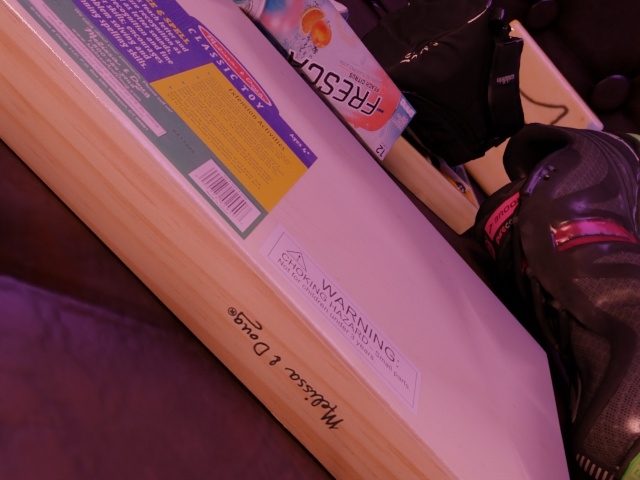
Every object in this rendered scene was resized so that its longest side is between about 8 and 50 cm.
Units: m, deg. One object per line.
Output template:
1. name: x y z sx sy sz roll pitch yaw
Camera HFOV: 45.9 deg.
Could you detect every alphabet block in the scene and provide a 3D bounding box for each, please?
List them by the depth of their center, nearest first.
1. alphabet block: 0.283 -0.195 1.141 0.197 0.192 0.193 51 20 -1

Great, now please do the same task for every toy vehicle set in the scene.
1. toy vehicle set: 0.069 -0.136 0.831 0.267 0.035 0.166 39 25 -27

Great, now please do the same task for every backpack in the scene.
1. backpack: 0.132 -0.162 0.758 0.182 0.152 0.115 43 29 -49

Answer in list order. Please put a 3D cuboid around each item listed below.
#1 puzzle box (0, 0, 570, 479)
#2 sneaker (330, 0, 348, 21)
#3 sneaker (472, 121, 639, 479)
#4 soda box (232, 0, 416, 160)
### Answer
1. puzzle box: 0.000 0.000 0.455 0.409 0.052 0.272 47 22 -7
2. sneaker: -0.030 -0.252 0.741 0.135 0.058 0.052 17 32 -17
3. sneaker: 0.239 0.041 0.721 0.202 0.185 0.482 18 36 -1
4. soda box: -0.001 -0.145 0.622 0.183 0.058 0.063 43 -14 -35
